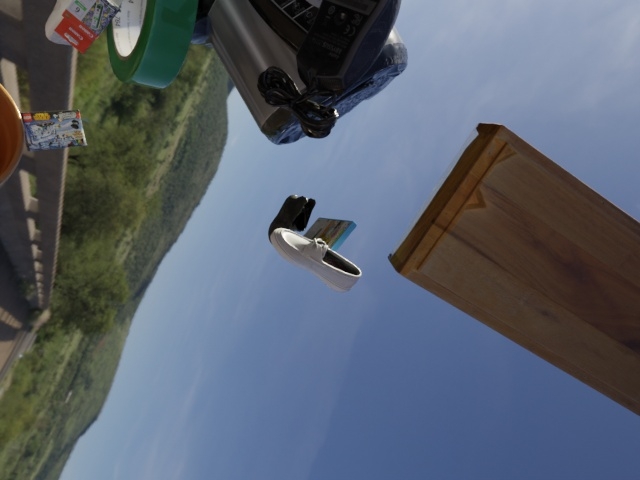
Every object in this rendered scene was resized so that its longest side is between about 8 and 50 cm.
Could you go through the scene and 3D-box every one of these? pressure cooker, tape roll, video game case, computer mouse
[{"bbox_3d":[-0.061,-0.464,0.972,0.375,0.420,0.370,-26,-175,32],"label":"pressure cooker"},{"bbox_3d":[-0.337,-0.468,0.881,0.321,0.077,0.321,1,-89,50],"label":"tape roll"},{"bbox_3d":[0.000,0.000,0.990,0.119,0.015,0.166,-50,-157,-13],"label":"video game case"},{"bbox_3d":[0.031,-0.296,0.679,0.188,0.072,0.272,45,-71,33],"label":"computer mouse"}]

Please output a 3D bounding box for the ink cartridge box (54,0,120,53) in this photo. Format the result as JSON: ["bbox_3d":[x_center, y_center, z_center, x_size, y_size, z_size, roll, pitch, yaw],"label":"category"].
[{"bbox_3d":[-0.428,-0.401,0.820,0.115,0.063,0.029,-42,-149,14],"label":"ink cartridge box"}]

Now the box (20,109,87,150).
[{"bbox_3d":[-0.684,-0.283,1.156,0.027,0.137,0.094,8,-71,44],"label":"box"}]

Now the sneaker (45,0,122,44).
[{"bbox_3d":[-0.463,-0.488,0.890,0.235,0.095,0.090,-37,-177,12],"label":"sneaker"}]

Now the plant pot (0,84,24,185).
[{"bbox_3d":[-0.701,-0.166,0.785,0.203,0.291,0.291,-22,-135,47],"label":"plant pot"}]

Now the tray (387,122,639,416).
[{"bbox_3d":[0.315,0.050,0.576,0.203,0.411,0.076,-58,-167,11],"label":"tray"}]

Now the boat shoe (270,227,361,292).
[{"bbox_3d":[-0.006,0.028,0.840,0.063,0.184,0.066,-48,-174,39],"label":"boat shoe"}]

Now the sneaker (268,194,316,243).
[{"bbox_3d":[-0.070,-0.042,1.072,0.170,0.051,0.089,-62,-142,22],"label":"sneaker"}]
